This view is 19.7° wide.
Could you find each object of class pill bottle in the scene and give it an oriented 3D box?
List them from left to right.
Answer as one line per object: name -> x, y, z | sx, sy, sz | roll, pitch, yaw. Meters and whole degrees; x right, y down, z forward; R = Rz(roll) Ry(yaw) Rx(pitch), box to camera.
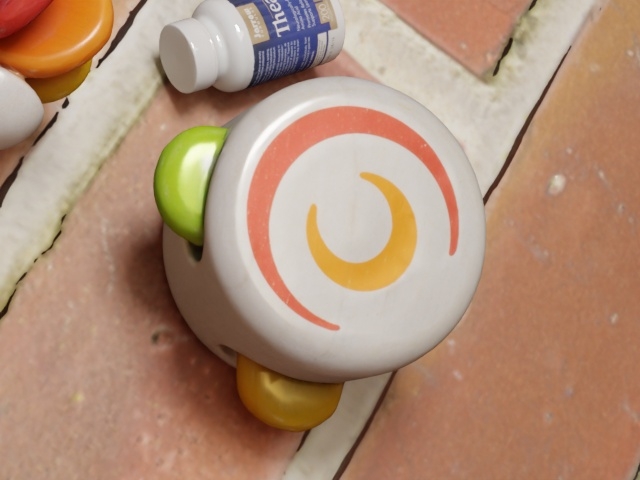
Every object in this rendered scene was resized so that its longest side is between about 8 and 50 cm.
pill bottle -> -0.048, -0.141, 1.274 | 0.120, 0.067, 0.067 | -21, 83, -30

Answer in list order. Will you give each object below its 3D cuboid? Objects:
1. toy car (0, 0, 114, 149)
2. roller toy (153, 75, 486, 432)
toy car -> -0.209, -0.156, 1.107 | 0.182, 0.136, 0.159 | 27, 64, -16
roller toy -> 0.000, 0.000, 1.205 | 0.191, 0.146, 0.209 | -31, 94, -22
